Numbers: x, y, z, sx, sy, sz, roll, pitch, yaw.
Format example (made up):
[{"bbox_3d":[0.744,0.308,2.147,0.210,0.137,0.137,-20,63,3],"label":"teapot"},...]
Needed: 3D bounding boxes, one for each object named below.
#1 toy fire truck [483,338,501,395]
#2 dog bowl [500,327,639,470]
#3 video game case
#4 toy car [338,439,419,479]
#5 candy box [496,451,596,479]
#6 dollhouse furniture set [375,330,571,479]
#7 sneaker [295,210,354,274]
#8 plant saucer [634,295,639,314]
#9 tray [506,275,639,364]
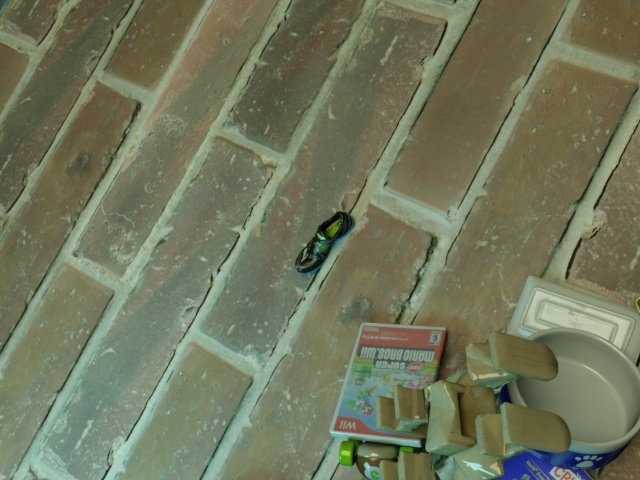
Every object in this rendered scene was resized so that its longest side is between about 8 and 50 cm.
[{"bbox_3d":[0.376,0.320,1.801,0.135,0.047,0.192,20,83,28],"label":"toy fire truck"},{"bbox_3d":[0.487,0.304,1.650,0.265,0.104,0.265,3,48,-3],"label":"dog bowl"},{"bbox_3d":[0.151,0.306,1.856,0.204,0.025,0.285,1,51,24],"label":"video game case"},{"bbox_3d":[0.123,0.520,1.804,0.155,0.149,0.188,2,85,14],"label":"toy car"},{"bbox_3d":[0.418,0.570,1.657,0.317,0.122,0.268,-45,60,6],"label":"candy box"},{"bbox_3d":[0.313,0.421,1.539,0.362,0.256,0.394,-41,41,46],"label":"dollhouse furniture set"},{"bbox_3d":[0.000,0.000,2.054,0.188,0.078,0.067,-48,61,4],"label":"sneaker"},{"bbox_3d":[0.749,0.170,1.686,0.188,0.045,0.188,-24,65,15],"label":"plant saucer"},{"bbox_3d":[0.537,0.176,1.787,0.270,0.030,0.145,19,81,28],"label":"tray"}]
